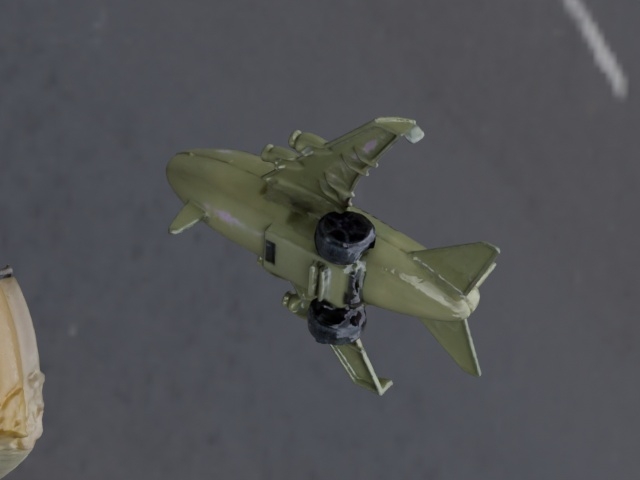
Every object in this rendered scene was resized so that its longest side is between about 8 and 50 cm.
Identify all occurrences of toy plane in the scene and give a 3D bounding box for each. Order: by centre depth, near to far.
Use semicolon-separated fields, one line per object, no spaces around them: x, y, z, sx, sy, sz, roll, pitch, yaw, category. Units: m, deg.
0.000;0.000;1.270;0.092;0.244;0.229;-51;154;-42;toy plane

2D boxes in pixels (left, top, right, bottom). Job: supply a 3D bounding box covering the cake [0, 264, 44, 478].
-0.239;0.095;0.949;0.225;0.109;0.090;-18;77;-26;cake
